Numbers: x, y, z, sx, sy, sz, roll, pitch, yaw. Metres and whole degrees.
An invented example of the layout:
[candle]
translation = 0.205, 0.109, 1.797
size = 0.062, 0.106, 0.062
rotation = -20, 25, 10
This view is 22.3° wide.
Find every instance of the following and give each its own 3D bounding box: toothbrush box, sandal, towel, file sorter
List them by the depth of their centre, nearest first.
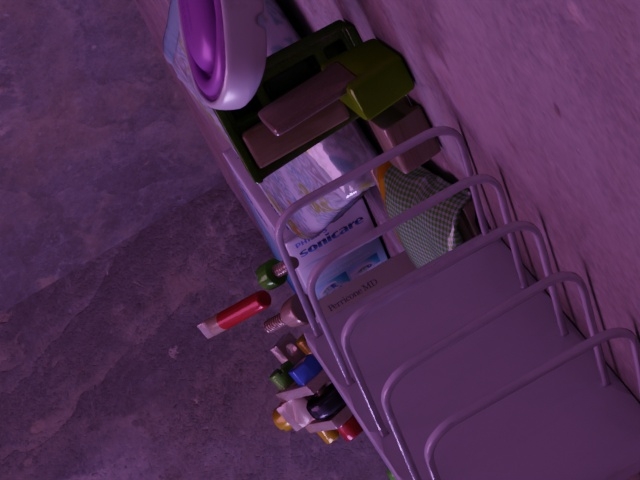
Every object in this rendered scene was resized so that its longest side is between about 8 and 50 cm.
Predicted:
[file sorter]
translation = 0.110, 0.074, 1.277
size = 0.278, 0.193, 0.173
rotation = 54, 170, 42
[sandal]
translation = -0.142, -0.314, 1.439
size = 0.169, 0.102, 0.416
rotation = 131, 126, -60
[towel]
translation = -0.059, -0.166, 1.920
size = 0.320, 0.090, 0.374
rotation = 53, 168, 2
[toothbrush box]
translation = 0.000, 0.000, 2.269
size = 0.216, 0.126, 0.295
rotation = 55, 174, 43

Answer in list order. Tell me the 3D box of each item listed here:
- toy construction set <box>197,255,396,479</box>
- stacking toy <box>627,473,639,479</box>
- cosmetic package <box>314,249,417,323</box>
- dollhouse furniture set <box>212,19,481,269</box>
[toy construction set]
translation = -0.024, 0.159, 2.102
size = 0.309, 0.237, 0.257
rotation = 31, -127, -26
[stacking toy]
translation = 0.145, 0.434, 1.372
size = 0.350, 0.480, 0.350
rotation = 59, 175, 8
[cosmetic package]
translation = 0.132, 0.172, 1.864
size = 0.296, 0.153, 0.129
rotation = 55, 172, 30
[dollhouse furniture set]
translation = 0.044, -0.029, 1.510
size = 0.301, 0.151, 0.197
rotation = 61, 175, -25
